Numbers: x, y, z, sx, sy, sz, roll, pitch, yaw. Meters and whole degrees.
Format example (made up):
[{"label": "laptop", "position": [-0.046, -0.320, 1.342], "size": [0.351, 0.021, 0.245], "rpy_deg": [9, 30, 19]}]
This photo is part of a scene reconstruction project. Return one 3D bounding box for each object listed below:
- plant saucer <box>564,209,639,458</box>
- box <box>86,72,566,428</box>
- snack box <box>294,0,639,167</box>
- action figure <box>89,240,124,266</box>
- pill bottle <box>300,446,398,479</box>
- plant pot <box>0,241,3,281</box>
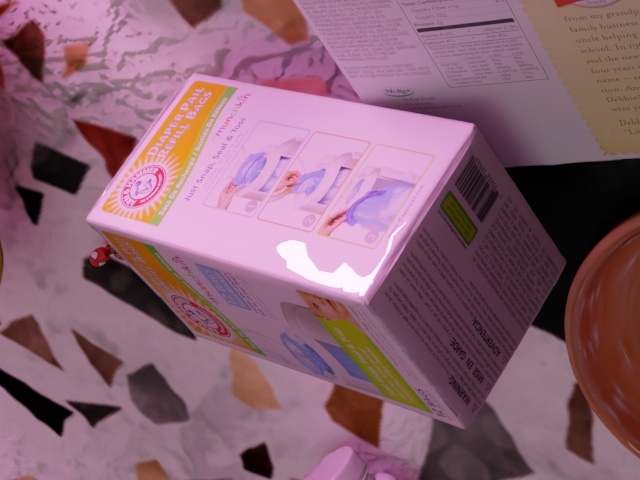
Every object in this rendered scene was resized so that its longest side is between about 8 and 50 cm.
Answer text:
[{"label": "plant saucer", "position": [0.225, 0.055, 0.876], "size": [0.200, 0.037, 0.200], "rpy_deg": [16, 131, 20]}, {"label": "box", "position": [0.000, 0.000, 0.861], "size": [0.203, 0.103, 0.114], "rpy_deg": [15, 154, 43]}, {"label": "snack box", "position": [0.147, -0.115, 0.737], "size": [0.322, 0.060, 0.187], "rpy_deg": [-2, 144, 31]}, {"label": "action figure", "position": [-0.101, -0.008, 1.023], "size": [0.115, 0.030, 0.038], "rpy_deg": [-27, 113, 43]}, {"label": "pill bottle", "position": [0.038, 0.185, 1.063], "size": [0.065, 0.065, 0.116], "rpy_deg": [-30, 105, 41]}, {"label": "plant pot", "position": [-0.298, -0.043, 0.978], "size": [0.254, 0.254, 0.239], "rpy_deg": [11, 144, 23]}]
